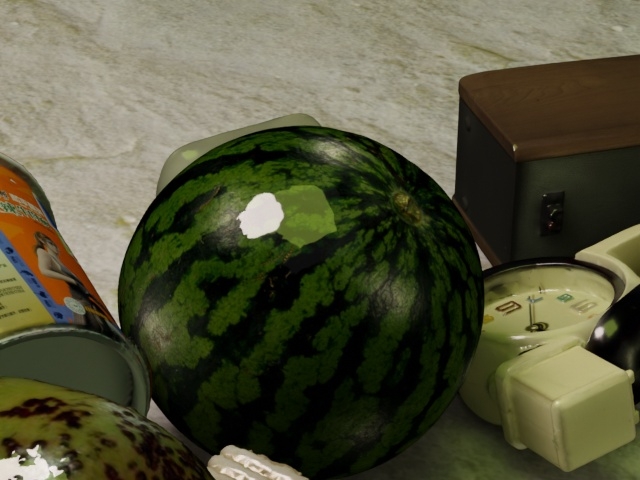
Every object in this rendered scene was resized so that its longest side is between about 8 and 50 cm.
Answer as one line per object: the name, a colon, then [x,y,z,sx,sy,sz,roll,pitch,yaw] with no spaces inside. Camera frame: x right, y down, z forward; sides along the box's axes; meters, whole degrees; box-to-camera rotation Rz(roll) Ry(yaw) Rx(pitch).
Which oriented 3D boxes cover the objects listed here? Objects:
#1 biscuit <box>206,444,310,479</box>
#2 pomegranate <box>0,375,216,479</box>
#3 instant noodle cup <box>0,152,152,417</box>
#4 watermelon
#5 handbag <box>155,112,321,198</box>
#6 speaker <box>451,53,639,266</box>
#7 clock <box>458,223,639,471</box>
biscuit: [0.086,0.270,1.025,0.426,0.144,0.078,22,37,30]
pomegranate: [-0.197,0.241,0.935,0.285,0.285,0.340,17,29,25]
instant noodle cup: [-0.275,0.096,1.199,0.296,0.296,0.214,-21,46,-31]
watermelon: [-0.012,0.048,1.264,0.285,0.285,0.285,0,31,0]
handbag: [0.000,0.000,1.507,0.241,0.109,0.315,-20,40,-28]
speaker: [0.264,-0.077,1.579,0.230,0.153,0.192,-9,32,-14]
clock: [0.293,0.063,1.371,0.379,0.120,0.276,-22,26,-19]
